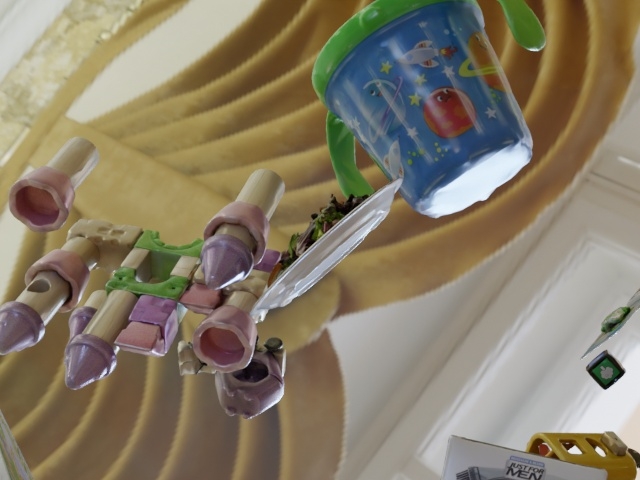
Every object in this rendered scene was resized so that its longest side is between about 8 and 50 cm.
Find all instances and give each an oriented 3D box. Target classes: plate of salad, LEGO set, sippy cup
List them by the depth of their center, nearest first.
[{"bbox_3d":[0.297,0.038,0.848,0.244,0.060,0.182,-34,-12,-48],"label":"LEGO set"},{"bbox_3d":[0.000,0.000,1.055,0.200,0.048,0.200,-41,-6,-5],"label":"plate of salad"},{"bbox_3d":[0.139,-0.160,1.342,0.240,0.224,0.305,-23,-20,-12],"label":"sippy cup"}]

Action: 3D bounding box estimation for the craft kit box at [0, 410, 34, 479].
[{"bbox_3d":[-0.288,0.243,0.997,0.061,0.246,0.250,-26,-54,-18],"label":"craft kit box"}]

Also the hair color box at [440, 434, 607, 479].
[{"bbox_3d":[0.203,0.412,1.237,0.110,0.185,0.339,70,-146,-68],"label":"hair color box"}]

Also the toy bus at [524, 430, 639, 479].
[{"bbox_3d":[0.361,0.300,1.415,0.202,0.191,0.104,-38,-32,-63],"label":"toy bus"}]

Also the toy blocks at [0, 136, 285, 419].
[{"bbox_3d":[-0.195,0.090,1.172,0.260,0.288,0.309,-67,-17,-53],"label":"toy blocks"}]
